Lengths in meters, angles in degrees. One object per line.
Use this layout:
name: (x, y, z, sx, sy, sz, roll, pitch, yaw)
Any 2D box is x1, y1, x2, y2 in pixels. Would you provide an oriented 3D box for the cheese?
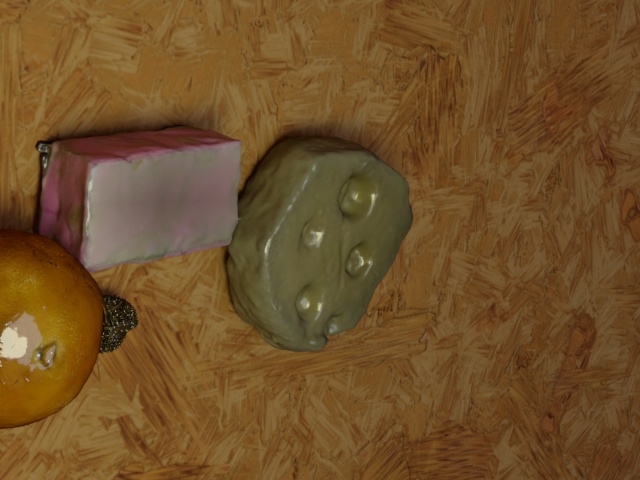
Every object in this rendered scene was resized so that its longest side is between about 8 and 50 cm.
cheese: (0.000, 0.000, 2.248, 0.326, 0.115, 0.318, -19, 120, -40)

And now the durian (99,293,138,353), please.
durian: (-0.277, 0.109, 2.032, 0.091, 0.080, 0.080, 10, 99, -42)

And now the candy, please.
candy: (-0.229, -0.057, 1.984, 0.265, 0.115, 0.156, -12, 112, -45)

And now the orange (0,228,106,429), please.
orange: (-0.373, 0.102, 1.822, 0.240, 0.240, 0.240, -21, 121, -40)
